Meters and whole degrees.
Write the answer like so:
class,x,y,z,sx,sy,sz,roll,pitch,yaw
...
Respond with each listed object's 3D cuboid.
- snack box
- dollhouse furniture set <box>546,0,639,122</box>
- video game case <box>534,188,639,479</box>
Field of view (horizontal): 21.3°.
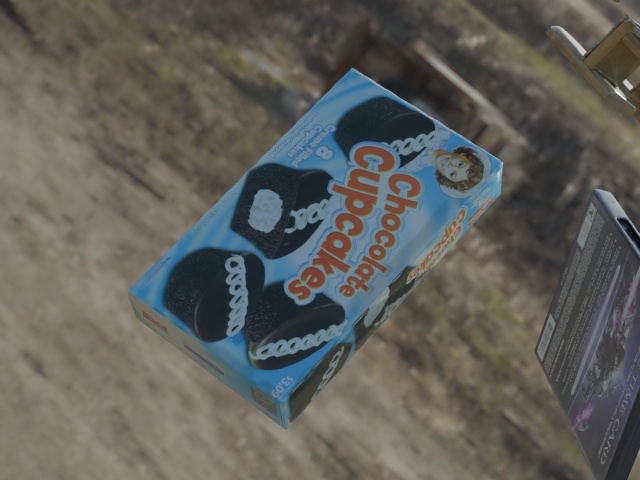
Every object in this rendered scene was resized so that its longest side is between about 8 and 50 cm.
class,x,y,z,sx,sy,sz,roll,pitch,yaw
snack box,0.000,0.000,1.575,0.187,0.322,0.060,34,-24,22
dollhouse furniture set,0.246,-0.225,1.256,0.242,0.212,0.161,26,24,-49
video game case,0.277,0.091,1.645,0.026,0.196,0.274,11,23,-13
